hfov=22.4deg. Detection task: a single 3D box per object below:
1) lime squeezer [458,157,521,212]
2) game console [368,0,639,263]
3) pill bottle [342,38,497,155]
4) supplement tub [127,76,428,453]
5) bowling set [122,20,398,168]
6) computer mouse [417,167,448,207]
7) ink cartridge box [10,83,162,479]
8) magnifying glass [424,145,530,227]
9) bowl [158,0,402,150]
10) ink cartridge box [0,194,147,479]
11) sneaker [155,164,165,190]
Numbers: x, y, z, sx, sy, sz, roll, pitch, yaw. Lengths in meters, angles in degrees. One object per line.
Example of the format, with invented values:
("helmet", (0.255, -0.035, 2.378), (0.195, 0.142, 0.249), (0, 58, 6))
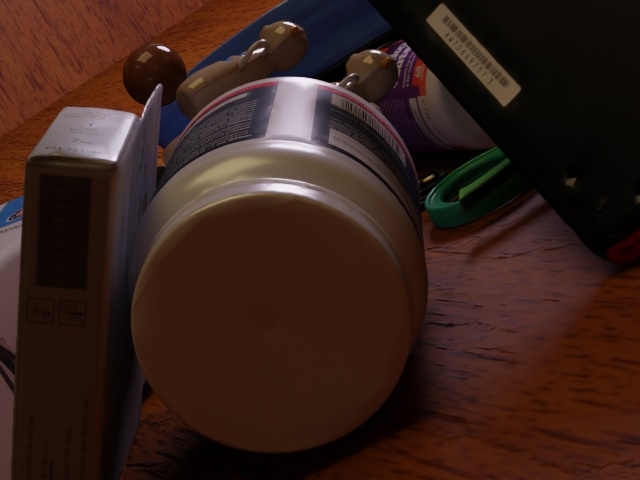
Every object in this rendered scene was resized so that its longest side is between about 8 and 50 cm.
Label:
("lime squeezer", (0.245, -0.114, 1.208), (0.310, 0.058, 0.110), (-21, 12, 17))
("game console", (0.209, -0.220, 1.088), (0.342, 0.060, 0.386), (-48, 51, 15))
("pill bottle", (0.096, -0.131, 1.448), (0.108, 0.108, 0.193), (-37, 17, -24))
("supplement tub", (-0.025, 0.008, 1.080), (0.191, 0.191, 0.272), (-27, 15, 11))
("bowling set", (-0.051, -0.118, 1.350), (0.154, 0.200, 0.287), (-35, -11, -28))
("computer mouse", (0.000, 0.000, 1.343), (0.242, 0.041, 0.071), (-33, 15, -10))
("ink cartridge box", (-0.155, 0.045, 1.086), (0.060, 0.275, 0.239), (5, 18, -2))
("magnifying glass", (0.182, -0.080, 1.299), (0.231, 0.026, 0.092), (-36, 17, -13))
("bowl", (0.007, -0.187, 1.650), (0.391, 0.077, 0.391), (-32, -3, -2))
("ink cartridge box", (-0.315, 0.126, 1.288), (0.285, 0.166, 0.395), (-18, 20, 38))
("sneaker", (-0.225, -0.014, 1.767), (0.222, 0.083, 0.118), (-28, -5, 34))
